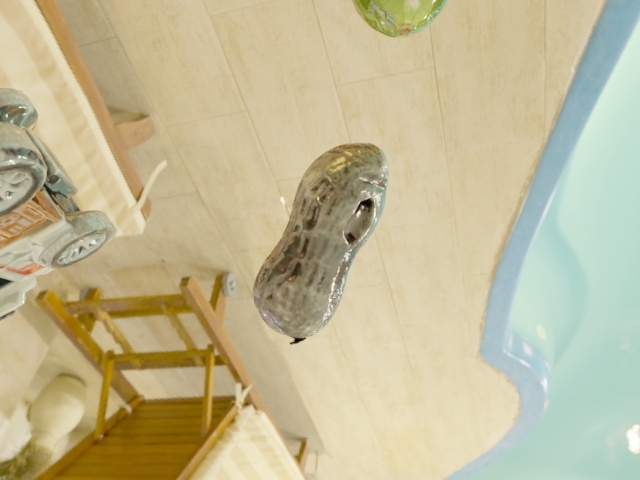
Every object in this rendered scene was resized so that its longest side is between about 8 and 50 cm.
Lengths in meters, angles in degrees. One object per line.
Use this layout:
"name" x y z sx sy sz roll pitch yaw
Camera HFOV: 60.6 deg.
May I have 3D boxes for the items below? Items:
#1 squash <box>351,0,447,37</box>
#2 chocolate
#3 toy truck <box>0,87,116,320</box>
"squash" 0.050 -0.216 0.324 0.066 0.201 0.066 4 170 1
"chocolate" 0.000 0.000 0.633 0.110 0.110 0.248 27 93 -18
"toy truck" -0.300 -0.046 0.360 0.173 0.207 0.387 54 168 6
